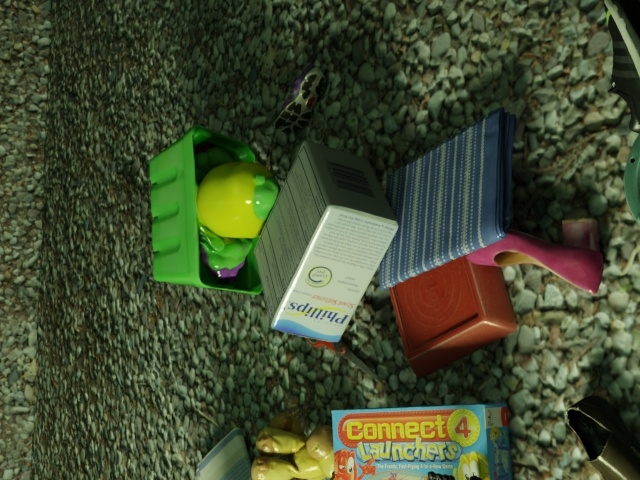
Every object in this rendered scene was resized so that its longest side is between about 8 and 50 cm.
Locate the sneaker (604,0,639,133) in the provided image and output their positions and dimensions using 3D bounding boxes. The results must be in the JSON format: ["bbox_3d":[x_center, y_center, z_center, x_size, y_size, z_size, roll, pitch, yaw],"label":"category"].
[{"bbox_3d":[0.445,-0.254,1.300,0.097,0.084,0.235,-39,56,45],"label":"sneaker"}]

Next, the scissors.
[{"bbox_3d":[0.036,0.223,1.842,0.297,0.021,0.109,52,123,41],"label":"scissors"}]

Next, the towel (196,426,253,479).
[{"bbox_3d":[-0.197,0.603,2.092,0.209,0.034,0.285,-50,51,35],"label":"towel"}]

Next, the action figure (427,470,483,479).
[{"bbox_3d":[0.189,0.493,1.342,0.141,0.164,0.276,57,-138,-81],"label":"action figure"}]

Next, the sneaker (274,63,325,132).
[{"bbox_3d":[-0.044,-0.312,1.988,0.170,0.068,0.071,-54,31,23],"label":"sneaker"}]

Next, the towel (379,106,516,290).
[{"bbox_3d":[0.215,-0.064,1.560,0.336,0.040,0.243,-29,47,54],"label":"towel"}]

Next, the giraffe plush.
[{"bbox_3d":[-0.004,0.423,1.741,0.170,0.210,0.181,-26,41,43],"label":"giraffe plush"}]

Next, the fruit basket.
[{"bbox_3d":[-0.200,-0.072,1.996,0.392,0.283,0.392,-6,79,31],"label":"fruit basket"}]

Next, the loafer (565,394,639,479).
[{"bbox_3d":[0.418,0.315,1.272,0.220,0.078,0.080,53,127,42],"label":"loafer"}]

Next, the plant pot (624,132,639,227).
[{"bbox_3d":[0.503,-0.071,1.109,0.293,0.196,0.293,-9,79,53],"label":"plant pot"}]

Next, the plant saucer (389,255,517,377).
[{"bbox_3d":[0.210,0.085,1.603,0.259,0.047,0.259,-37,57,45],"label":"plant saucer"}]

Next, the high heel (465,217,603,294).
[{"bbox_3d":[0.332,0.042,1.419,0.244,0.082,0.117,-11,67,39],"label":"high heel"}]

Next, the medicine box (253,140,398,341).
[{"bbox_3d":[0.000,0.000,1.750,0.263,0.149,0.289,-109,39,-55],"label":"medicine box"}]

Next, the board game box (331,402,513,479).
[{"bbox_3d":[0.171,0.431,1.514,0.308,0.086,0.302,-11,77,35],"label":"board game box"}]
